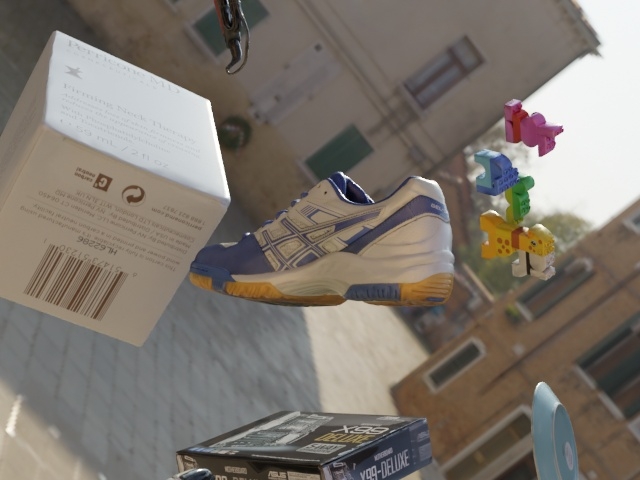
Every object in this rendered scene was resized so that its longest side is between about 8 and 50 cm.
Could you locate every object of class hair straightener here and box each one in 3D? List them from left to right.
[{"bbox_3d":[-0.136,-0.338,1.417,0.089,0.047,0.230,-177,-103,-75],"label":"hair straightener"}]

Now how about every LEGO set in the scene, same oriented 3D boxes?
[{"bbox_3d":[0.240,-0.035,1.220,0.093,0.087,0.227,21,-50,43],"label":"LEGO set"}]

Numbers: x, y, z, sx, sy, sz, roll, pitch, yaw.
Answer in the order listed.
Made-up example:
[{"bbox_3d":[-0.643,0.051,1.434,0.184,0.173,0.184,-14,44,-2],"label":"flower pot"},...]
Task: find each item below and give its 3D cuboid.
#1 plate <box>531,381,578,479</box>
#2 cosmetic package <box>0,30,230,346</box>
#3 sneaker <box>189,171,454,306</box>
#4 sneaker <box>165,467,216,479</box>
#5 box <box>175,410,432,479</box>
[{"bbox_3d":[0.319,0.283,1.418,0.188,0.024,0.188,40,44,-54],"label":"plate"},{"bbox_3d":[-0.389,-0.096,1.840,0.329,0.327,0.393,22,25,-24],"label":"cosmetic package"},{"bbox_3d":[0.000,0.000,1.066,0.112,0.296,0.131,14,76,-60],"label":"sneaker"},{"bbox_3d":[-0.212,0.304,1.084,0.229,0.132,0.086,-39,119,-50],"label":"sneaker"},{"bbox_3d":[-0.025,0.326,1.590,0.242,0.307,0.076,-13,95,-47],"label":"box"}]
